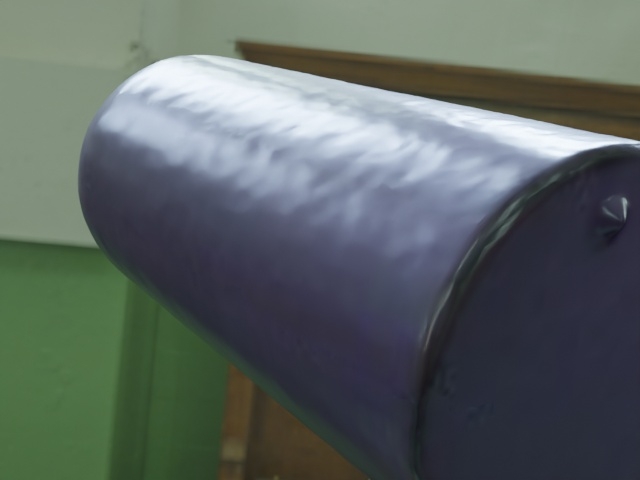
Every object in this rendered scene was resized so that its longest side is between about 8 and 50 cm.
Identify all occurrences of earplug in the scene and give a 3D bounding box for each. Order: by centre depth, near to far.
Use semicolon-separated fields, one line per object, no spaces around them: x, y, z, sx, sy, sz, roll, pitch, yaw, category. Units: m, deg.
0.000;0.000;0.747;0.215;0.215;0.456;6;12;-39;earplug
